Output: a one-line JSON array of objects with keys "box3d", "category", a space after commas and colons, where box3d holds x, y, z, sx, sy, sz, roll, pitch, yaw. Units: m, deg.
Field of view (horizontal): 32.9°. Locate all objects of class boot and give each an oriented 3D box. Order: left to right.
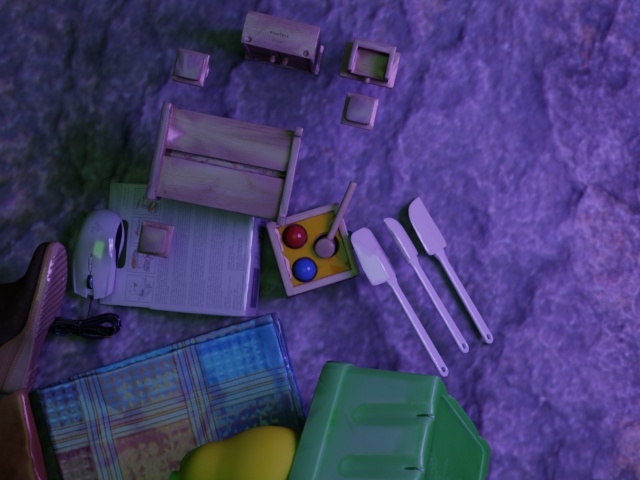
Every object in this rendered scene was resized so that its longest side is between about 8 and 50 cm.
[{"box3d": [-0.481, 0.089, 1.534, 0.206, 0.090, 0.249, 21, 103, 5], "category": "boot"}, {"box3d": [-0.376, 0.342, 1.518, 0.264, 0.096, 0.281, -21, 82, 27], "category": "boot"}]

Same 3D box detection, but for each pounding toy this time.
[{"box3d": [0.000, 0.000, 1.568, 0.141, 0.100, 0.130, -17, 86, -3], "category": "pounding toy"}]

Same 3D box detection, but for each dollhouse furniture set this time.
[{"box3d": [-0.072, -0.127, 1.558, 0.303, 0.174, 0.356, 12, 92, 0], "category": "dollhouse furniture set"}]

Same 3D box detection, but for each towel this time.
[{"box3d": [-0.200, 0.285, 1.571, 0.370, 0.040, 0.272, -17, 85, -3], "category": "towel"}]

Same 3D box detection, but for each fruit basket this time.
[{"box3d": [0.003, 0.353, 1.420, 0.392, 0.392, 0.283, -40, 122, -4], "category": "fruit basket"}]

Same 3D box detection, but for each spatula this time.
[{"box3d": [0.151, 0.070, 1.567, 0.168, 0.019, 0.242, -28, 89, -45], "category": "spatula"}]

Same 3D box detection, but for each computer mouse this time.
[{"box3d": [-0.334, 0.047, 1.577, 0.106, 0.042, 0.193, 6, 86, 8], "category": "computer mouse"}]

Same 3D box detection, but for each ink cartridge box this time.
[{"box3d": [-0.200, 0.012, 1.598, 0.232, 0.066, 0.189, 3, 85, 20], "category": "ink cartridge box"}]
